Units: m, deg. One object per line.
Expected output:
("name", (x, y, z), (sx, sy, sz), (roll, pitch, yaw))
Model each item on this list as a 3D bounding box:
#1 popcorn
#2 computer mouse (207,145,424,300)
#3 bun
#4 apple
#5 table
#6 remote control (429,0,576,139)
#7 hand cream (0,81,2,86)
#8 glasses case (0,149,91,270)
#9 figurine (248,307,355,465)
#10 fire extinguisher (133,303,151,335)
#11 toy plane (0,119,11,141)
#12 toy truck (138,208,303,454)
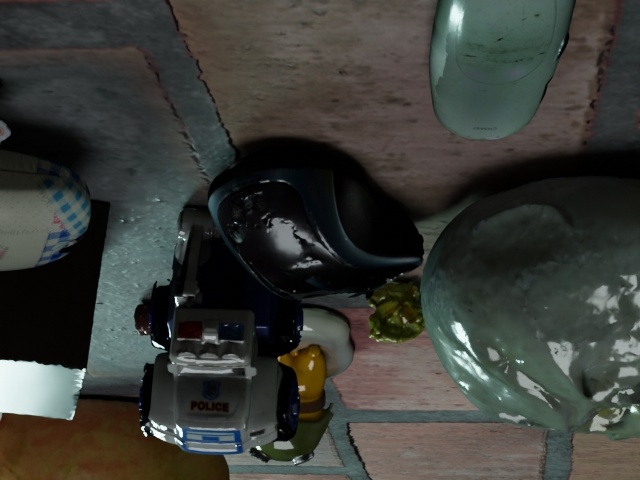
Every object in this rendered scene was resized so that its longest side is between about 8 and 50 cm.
("popcorn", (0.086, 0.080, 1.297), (0.059, 0.083, 0.068), (1, 126, 41))
("computer mouse", (0.000, 0.000, 1.102), (0.137, 0.096, 0.233), (-17, 148, 36))
("bun", (0.252, 0.075, 1.120), (0.354, 0.194, 0.354), (1, 156, 0))
("apple", (-0.305, 0.357, 1.839), (0.309, 0.314, 0.252), (-2, -161, 26))
("table", (-0.310, 0.064, 1.197), (0.172, 0.169, 0.193), (9, 156, -12))
("remote control", (0.125, -0.134, 0.853), (0.097, 0.045, 0.256), (1, 158, 5))
("hand cream", (-0.400, -0.072, 1.049), (0.121, 0.076, 0.336), (15, 147, -35))
("glasses case", (-0.354, -0.030, 1.008), (0.327, 0.076, 0.125), (5, 142, -24))
("figurine", (-0.044, 0.183, 1.461), (0.166, 0.141, 0.250), (7, 155, -4))
("fire extinguisher", (-0.144, 0.088, 1.384), (0.132, 0.039, 0.056), (-4, -173, 15))
("toy plane", (-0.335, -0.101, 0.931), (0.197, 0.053, 0.078), (8, 152, -21))
("toy truck", (-0.098, 0.091, 1.180), (0.161, 0.213, 0.177), (2, 151, 0))
